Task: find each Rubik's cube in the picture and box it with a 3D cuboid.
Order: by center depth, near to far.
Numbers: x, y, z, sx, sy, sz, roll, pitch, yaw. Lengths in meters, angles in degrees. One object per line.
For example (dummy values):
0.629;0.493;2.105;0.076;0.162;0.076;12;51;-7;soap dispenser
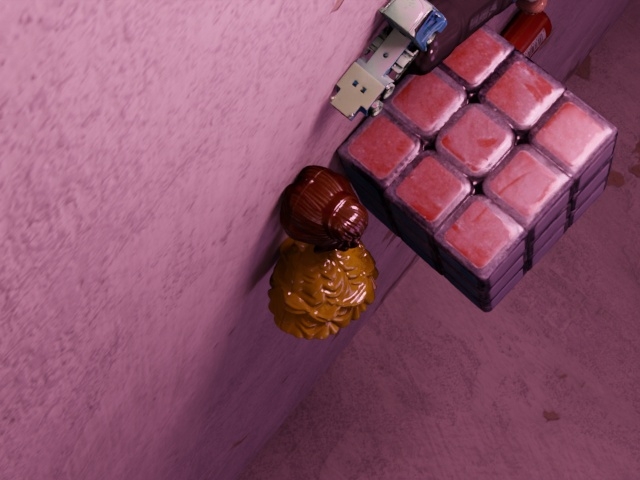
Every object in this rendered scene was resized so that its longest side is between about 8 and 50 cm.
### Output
0.246;-0.108;1.758;0.304;0.305;0.301;-45;162;-3;Rubik's cube

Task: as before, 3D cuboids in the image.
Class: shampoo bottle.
0.339;-0.324;2.246;0.314;0.076;0.118;-51;171;-8;shampoo bottle

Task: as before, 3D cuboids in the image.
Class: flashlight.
0.227;-0.348;1.585;0.424;0.103;0.103;-43;166;-43;flashlight

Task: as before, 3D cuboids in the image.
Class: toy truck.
0.075;-0.228;1.394;0.175;0.067;0.081;-51;165;7;toy truck

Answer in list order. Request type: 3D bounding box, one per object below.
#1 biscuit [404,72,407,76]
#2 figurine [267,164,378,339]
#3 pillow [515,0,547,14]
0.156;-0.284;1.705;0.091;0.015;0.078;-49;168;-9;biscuit
-0.003;-0.003;1.658;0.187;0.168;0.315;-23;152;-10;figurine
0.417;-0.498;2.012;0.211;0.034;0.135;-56;-156;16;pillow
